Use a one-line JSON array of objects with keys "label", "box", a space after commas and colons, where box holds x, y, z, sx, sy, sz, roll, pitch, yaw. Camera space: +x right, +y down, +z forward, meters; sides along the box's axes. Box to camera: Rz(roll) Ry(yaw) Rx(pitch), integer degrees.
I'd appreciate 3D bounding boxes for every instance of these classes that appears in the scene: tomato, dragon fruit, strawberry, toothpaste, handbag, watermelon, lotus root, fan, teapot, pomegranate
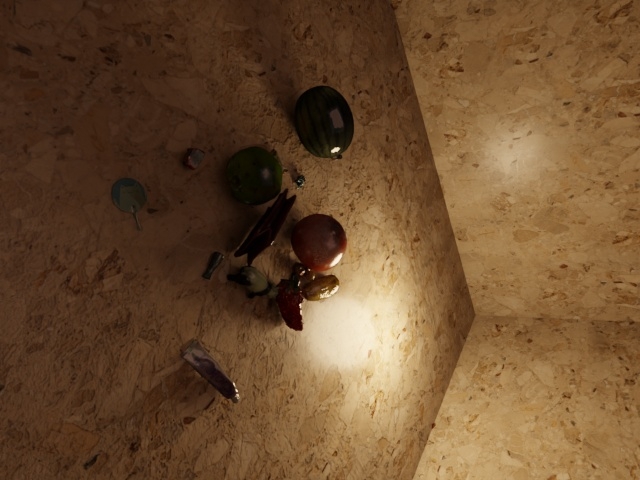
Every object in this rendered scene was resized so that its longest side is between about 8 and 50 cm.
[{"label": "tomato", "box": [0.000, 0.000, 1.883, 0.270, 0.227, 0.270, 24, 48, -29]}, {"label": "dragon fruit", "box": [-0.465, -0.299, 1.475, 0.056, 0.060, 0.083, 40, 66, -41]}, {"label": "strawberry", "box": [-0.139, 0.276, 1.765, 0.106, 0.188, 0.286, -9, 113, -14]}, {"label": "toothpaste", "box": [-0.390, 0.492, 1.494, 0.075, 0.048, 0.301, -39, 113, -16]}, {"label": "handbag", "box": [-0.215, -0.052, 1.613, 0.084, 0.260, 0.275, 35, 52, -11]}, {"label": "watermelon", "box": [0.021, -0.552, 1.955, 0.279, 0.279, 0.359, -39, 121, -47]}, {"label": "lotus root", "box": [0.013, 0.236, 2.007, 0.258, 0.097, 0.110, -18, 103, -48]}, {"label": "fan", "box": [-0.607, -0.115, 1.315, 0.113, 0.005, 0.175, -24, 105, -51]}, {"label": "teapot", "box": [-0.405, 0.097, 1.528, 0.043, 0.043, 0.111, 49, 55, -38]}, {"label": "pomegranate", "box": [-0.243, -0.257, 1.646, 0.302, 0.236, 0.236, -17, 100, -64]}]

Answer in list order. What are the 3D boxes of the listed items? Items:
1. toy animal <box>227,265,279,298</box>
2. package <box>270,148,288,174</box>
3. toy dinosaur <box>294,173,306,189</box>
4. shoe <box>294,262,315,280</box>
[{"label": "toy animal", "box": [-0.256, 0.174, 1.642, 0.225, 0.121, 0.094, 50, 49, -39]}, {"label": "package", "box": [-0.206, -0.340, 1.839, 0.121, 0.031, 0.108, 59, 44, -22]}, {"label": "toy dinosaur", "box": [-0.095, -0.285, 1.974, 0.047, 0.030, 0.083, 53, 48, -32]}, {"label": "shoe", "box": [-0.076, 0.151, 1.922, 0.109, 0.072, 0.069, 51, 10, -42]}]
